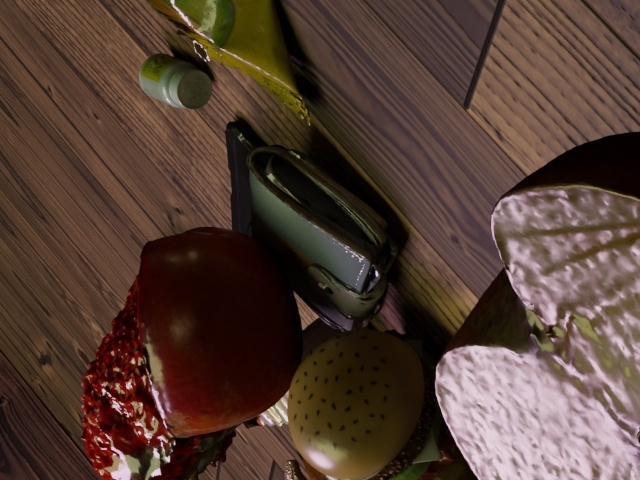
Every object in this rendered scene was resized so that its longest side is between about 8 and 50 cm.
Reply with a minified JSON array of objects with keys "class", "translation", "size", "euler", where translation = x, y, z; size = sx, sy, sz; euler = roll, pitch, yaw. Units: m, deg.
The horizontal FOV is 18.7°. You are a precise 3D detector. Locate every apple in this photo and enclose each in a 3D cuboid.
[{"class":"apple","translation":[0.234,0.111,1.140],"size":[0.365,0.295,0.329],"euler":[40,-173,26]}]

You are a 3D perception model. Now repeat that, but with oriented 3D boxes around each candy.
[{"class":"candy","translation":[-0.112,-0.233,1.689],"size":[0.187,0.081,0.297],"euler":[36,166,43]}]

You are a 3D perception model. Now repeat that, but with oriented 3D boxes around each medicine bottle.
[{"class":"medicine bottle","translation":[-0.145,-0.159,1.949],"size":[0.083,0.047,0.047],"euler":[25,146,56]}]

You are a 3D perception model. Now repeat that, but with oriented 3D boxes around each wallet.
[{"class":"wallet","translation":[0.000,0.000,1.850],"size":[0.170,0.069,0.231],"euler":[42,164,11]}]

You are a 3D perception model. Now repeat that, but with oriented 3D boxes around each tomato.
[{"class":"tomato","translation":[-0.087,0.085,1.879],"size":[0.233,0.139,0.200],"euler":[-37,-59,-75]}]

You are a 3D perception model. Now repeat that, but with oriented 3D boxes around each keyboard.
[{"class":"keyboard","translation":[-0.059,-0.030,2.023],"size":[0.106,0.016,0.262],"euler":[47,161,21]}]

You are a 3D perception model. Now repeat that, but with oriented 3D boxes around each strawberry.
[{"class":"strawberry","translation":[-0.192,0.172,2.362],"size":[0.257,0.261,0.261],"euler":[45,161,11]}]

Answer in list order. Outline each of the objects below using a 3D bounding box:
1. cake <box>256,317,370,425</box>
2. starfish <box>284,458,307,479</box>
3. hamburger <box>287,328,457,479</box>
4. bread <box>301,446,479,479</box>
[{"class":"cake","translation":[0.001,0.154,2.061],"size":[0.090,0.109,0.225],"euler":[50,161,13]},{"class":"starfish","translation":[0.014,0.386,2.561],"size":[0.240,0.043,0.227],"euler":[28,151,47]},{"class":"hamburger","translation":[0.043,0.159,1.846],"size":[0.175,0.175,0.137],"euler":[41,-174,33]},{"class":"bread","translation":[0.091,0.274,2.013],"size":[0.253,0.142,0.227],"euler":[58,168,-20]}]
